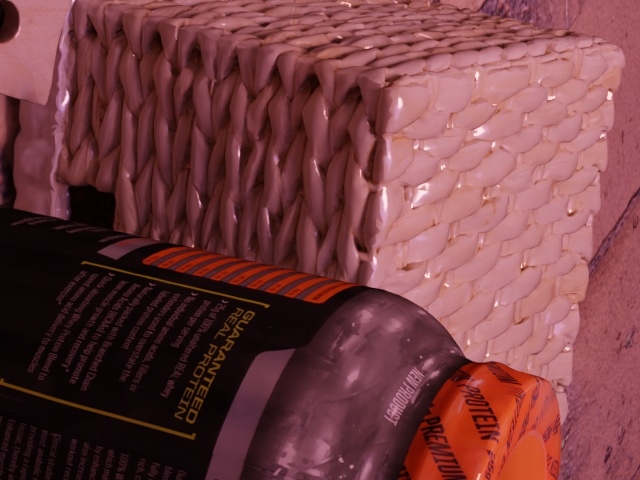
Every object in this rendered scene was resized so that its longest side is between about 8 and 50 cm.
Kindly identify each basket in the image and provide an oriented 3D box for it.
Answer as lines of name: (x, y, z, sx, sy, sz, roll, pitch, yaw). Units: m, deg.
basket: (0.000, 0.000, 0.895, 0.331, 0.266, 0.328, -17, 117, -53)

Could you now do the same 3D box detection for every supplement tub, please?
supplement tub: (-0.070, 0.106, 0.652, 0.207, 0.338, 0.207, -40, 136, -54)

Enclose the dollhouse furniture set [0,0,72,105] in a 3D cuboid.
dollhouse furniture set: (-0.194, -0.175, 0.631, 0.129, 0.129, 0.184, 12, 93, -59)
